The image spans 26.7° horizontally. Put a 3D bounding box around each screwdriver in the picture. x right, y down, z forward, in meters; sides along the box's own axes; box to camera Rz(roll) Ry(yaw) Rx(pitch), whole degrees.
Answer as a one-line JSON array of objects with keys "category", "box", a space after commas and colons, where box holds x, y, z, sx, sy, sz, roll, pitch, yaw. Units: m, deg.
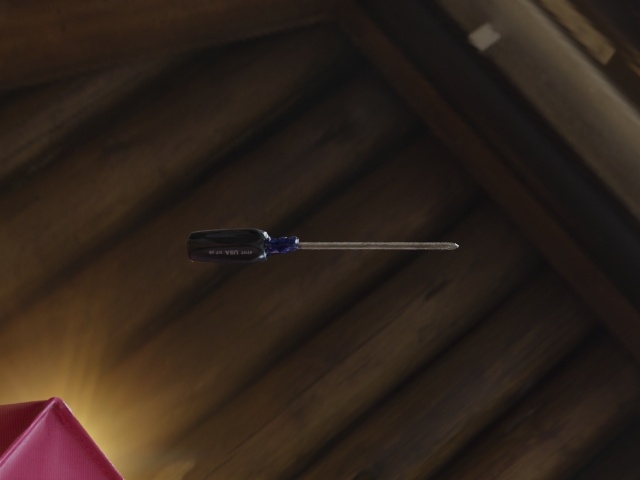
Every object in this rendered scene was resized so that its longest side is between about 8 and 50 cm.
[{"category": "screwdriver", "box": [0.000, 0.000, 0.839, 0.170, 0.024, 0.025, -5, -96, 7]}]

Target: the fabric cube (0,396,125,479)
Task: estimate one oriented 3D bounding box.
[{"category": "fabric cube", "box": [-0.235, 0.276, 0.827, 0.259, 0.258, 0.254, 57, -134, -21]}]
